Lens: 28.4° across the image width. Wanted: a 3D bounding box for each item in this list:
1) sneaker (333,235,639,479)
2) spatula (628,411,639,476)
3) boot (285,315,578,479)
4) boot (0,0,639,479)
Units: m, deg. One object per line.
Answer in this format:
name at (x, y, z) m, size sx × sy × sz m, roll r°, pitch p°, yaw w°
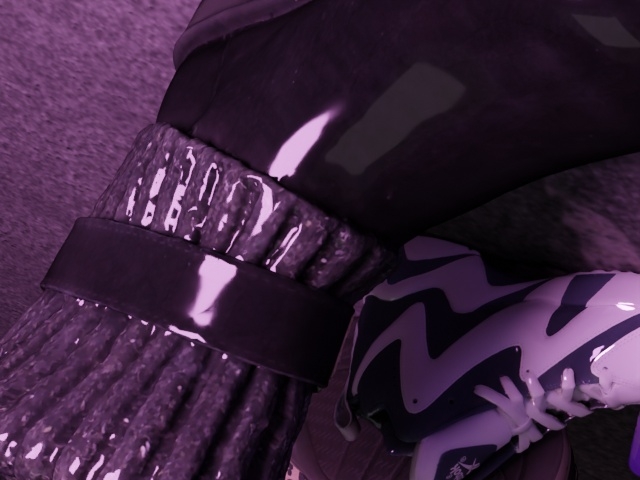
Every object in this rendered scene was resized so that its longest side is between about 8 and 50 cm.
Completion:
sneaker at (0.111, 0.091, 0.685) m, size 0.235 × 0.153 × 0.094 m, roll 16°, pitch 154°, yaw 25°
spatula at (0.245, 0.181, 0.866) m, size 0.084 × 0.030 × 0.296 m, roll 18°, pitch 153°, yaw 16°
boot at (0.077, 0.184, 0.918) m, size 0.377 × 0.138 × 0.284 m, roll 4°, pitch 146°, yaw 49°
boot at (0.002, 0.003, 0.494) m, size 0.131 × 0.260 × 0.348 m, roll 40°, pitch 154°, yaw -24°
